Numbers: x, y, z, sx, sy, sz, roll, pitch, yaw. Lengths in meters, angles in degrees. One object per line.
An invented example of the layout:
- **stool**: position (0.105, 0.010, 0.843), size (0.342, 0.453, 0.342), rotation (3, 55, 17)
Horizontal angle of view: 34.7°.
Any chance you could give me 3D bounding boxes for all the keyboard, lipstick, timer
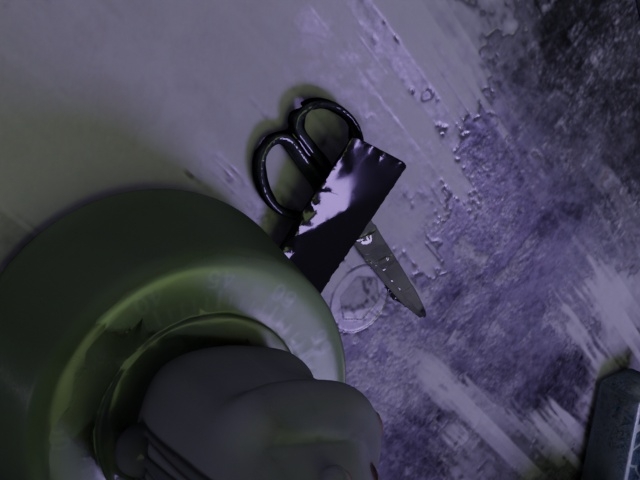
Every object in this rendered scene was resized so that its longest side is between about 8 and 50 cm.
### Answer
- **keyboard**: position (-0.001, -0.001, 0.917), size (0.074, 0.015, 0.196), rotation (19, 110, -44)
- **lipstick**: position (0.398, 0.312, 1.374), size (0.077, 0.076, 0.290), rotation (-14, 117, -34)
- **timer**: position (-0.069, 0.137, 0.725), size (0.290, 0.315, 0.291), rotation (-11, 111, -30)

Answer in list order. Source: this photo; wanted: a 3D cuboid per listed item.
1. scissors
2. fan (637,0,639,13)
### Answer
- **scissors**: position (0.037, -0.011, 0.962), size (0.109, 0.022, 0.300), rotation (-45, 133, -7)
- **fan**: position (0.311, -0.330, 1.023), size (0.057, 0.023, 0.282), rotation (-41, 132, -4)
